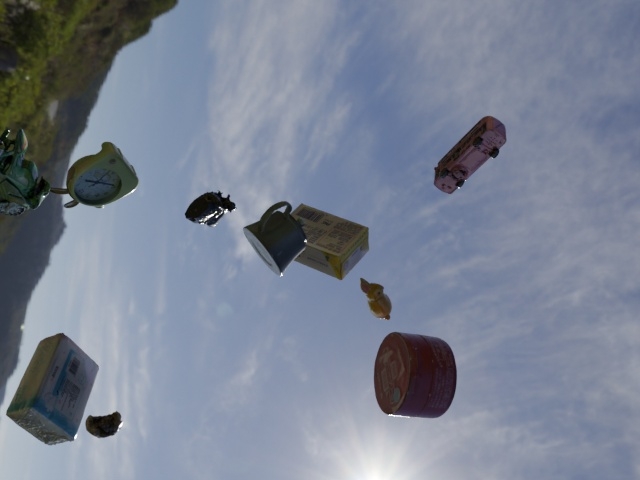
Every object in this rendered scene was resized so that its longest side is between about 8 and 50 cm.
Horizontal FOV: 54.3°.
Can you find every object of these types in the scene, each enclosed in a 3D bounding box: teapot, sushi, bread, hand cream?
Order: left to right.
[{"bbox_3d":[-0.690,0.594,1.991,0.060,0.113,0.082,-122,-151,-54],"label":"bread"},{"bbox_3d":[-0.236,-0.072,1.339,0.084,0.083,0.056,-28,-105,26],"label":"sushi"},{"bbox_3d":[-0.102,-0.017,1.663,0.162,0.149,0.239,44,-17,32],"label":"teapot"},{"bbox_3d":[0.250,0.359,1.662,0.230,0.149,0.230,-173,-90,-73],"label":"hand cream"}]

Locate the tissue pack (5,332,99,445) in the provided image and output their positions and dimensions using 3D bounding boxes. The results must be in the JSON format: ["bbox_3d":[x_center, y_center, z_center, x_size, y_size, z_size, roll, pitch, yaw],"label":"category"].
[{"bbox_3d":[-0.791,0.443,1.862,0.124,0.201,0.271,-14,-140,16],"label":"tissue pack"}]

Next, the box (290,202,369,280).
[{"bbox_3d":[0.000,0.000,1.945,0.265,0.168,0.097,20,-43,28],"label":"box"}]

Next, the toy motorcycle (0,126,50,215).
[{"bbox_3d":[-0.512,-0.108,1.032,0.190,0.106,0.074,95,-11,-50],"label":"toy motorcycle"}]

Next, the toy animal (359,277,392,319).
[{"bbox_3d":[0.156,0.160,1.793,0.070,0.159,0.083,-30,-137,1],"label":"toy animal"}]

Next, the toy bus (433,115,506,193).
[{"bbox_3d":[0.340,-0.195,1.426,0.203,0.063,0.090,-47,-160,41],"label":"toy bus"}]

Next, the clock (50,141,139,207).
[{"bbox_3d":[-0.656,-0.170,1.796,0.069,0.232,0.170,56,-6,35],"label":"clock"}]
